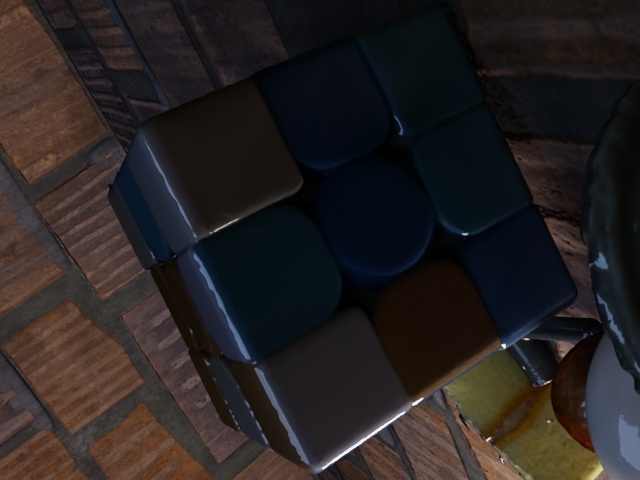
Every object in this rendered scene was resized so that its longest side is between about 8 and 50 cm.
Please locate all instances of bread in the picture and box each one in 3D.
[{"bbox_3d":[0.277,0.232,0.972,0.266,0.178,0.142,45,127,13],"label":"bread"}]

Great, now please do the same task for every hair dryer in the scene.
[{"bbox_3d":[0.271,0.090,0.841,0.173,0.050,0.195,52,155,0],"label":"hair dryer"}]

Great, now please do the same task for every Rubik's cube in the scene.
[{"bbox_3d":[0.000,0.000,0.787,0.345,0.346,0.347,63,160,-4],"label":"Rubik's cube"}]

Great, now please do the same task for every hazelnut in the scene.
[{"bbox_3d":[0.309,0.149,0.689,0.143,0.154,0.143,177,90,-80],"label":"hazelnut"}]

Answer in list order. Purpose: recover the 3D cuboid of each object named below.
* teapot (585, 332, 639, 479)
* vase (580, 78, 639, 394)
[{"bbox_3d":[0.311,0.116,0.548,0.166,0.208,0.300,-113,1,-75],"label":"teapot"},{"bbox_3d":[0.312,-0.014,0.320,0.245,0.245,0.291,57,154,-9],"label":"vase"}]
